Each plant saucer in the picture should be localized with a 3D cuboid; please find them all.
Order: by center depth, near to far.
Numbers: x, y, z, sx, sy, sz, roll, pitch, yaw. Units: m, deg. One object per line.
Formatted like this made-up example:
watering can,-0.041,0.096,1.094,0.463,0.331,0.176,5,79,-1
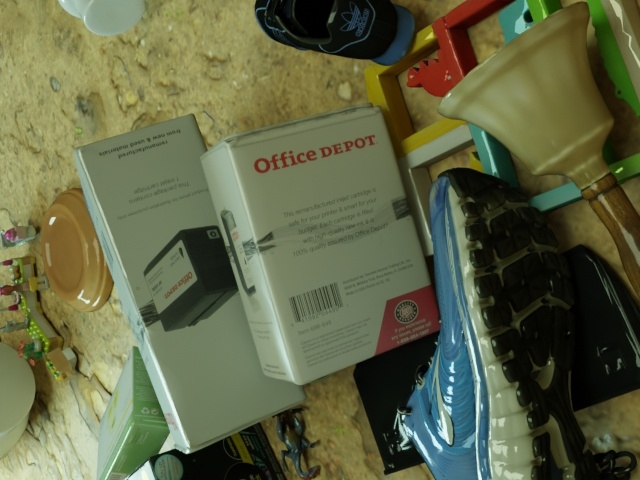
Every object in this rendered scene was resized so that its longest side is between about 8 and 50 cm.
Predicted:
plant saucer,-0.393,0.018,1.241,0.200,0.037,0.200,10,104,44

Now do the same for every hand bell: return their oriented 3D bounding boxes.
hand bell,0.200,-0.030,0.548,0.126,0.126,0.242,-38,82,42

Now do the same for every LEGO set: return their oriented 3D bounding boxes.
LEGO set,-0.520,0.122,1.339,0.132,0.107,0.287,-31,74,44

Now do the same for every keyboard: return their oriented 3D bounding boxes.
keyboard,0.160,0.152,0.699,0.317,0.033,0.202,-36,66,44

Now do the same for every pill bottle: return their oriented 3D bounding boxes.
pill bottle,-0.311,-0.377,1.031,0.117,0.117,0.215,-47,64,40
pill bottle,-0.687,0.336,1.460,0.407,0.229,0.229,-37,70,42

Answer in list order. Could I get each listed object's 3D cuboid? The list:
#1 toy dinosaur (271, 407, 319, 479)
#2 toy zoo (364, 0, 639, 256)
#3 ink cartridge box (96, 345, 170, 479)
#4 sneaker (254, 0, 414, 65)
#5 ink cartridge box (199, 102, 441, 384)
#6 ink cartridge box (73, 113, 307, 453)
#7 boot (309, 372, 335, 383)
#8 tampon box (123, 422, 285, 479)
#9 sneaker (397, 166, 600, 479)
toy dinosaur,-0.026,0.236,0.914,0.090,0.047,0.082,-119,17,-74
toy zoo,0.142,-0.106,0.673,0.293,0.030,0.192,-24,80,45
ink cartridge box,-0.245,0.197,1.032,0.171,0.056,0.235,-60,29,34
sneaker,-0.013,-0.224,0.750,0.232,0.090,0.081,28,104,49
ink cartridge box,0.000,0.000,0.714,0.092,0.158,0.218,-8,98,65
ink cartridge box,-0.146,0.055,0.838,0.307,0.129,0.223,68,163,7
boot,-0.047,0.026,0.865,0.176,0.088,0.244,13,113,58
tampon box,-0.136,0.307,0.935,0.101,0.161,0.120,-45,66,40
sneaker,0.118,0.107,0.624,0.147,0.129,0.330,-9,87,47
